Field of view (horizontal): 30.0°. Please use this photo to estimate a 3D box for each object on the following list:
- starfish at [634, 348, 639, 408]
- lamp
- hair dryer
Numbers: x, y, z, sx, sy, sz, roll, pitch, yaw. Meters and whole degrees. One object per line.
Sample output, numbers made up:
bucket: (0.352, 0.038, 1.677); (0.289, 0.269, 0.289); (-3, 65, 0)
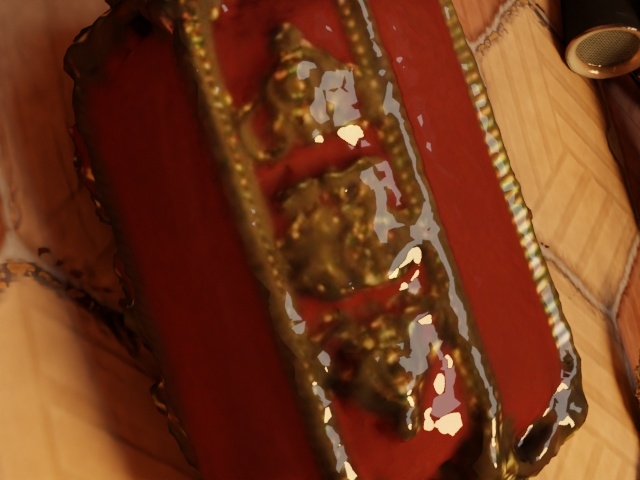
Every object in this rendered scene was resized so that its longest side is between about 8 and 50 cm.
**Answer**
starfish: (0.285, 0.159, 0.895); (0.216, 0.071, 0.238); (-47, 122, -58)
lamp: (0.000, 0.000, 0.499); (0.177, 0.177, 0.274); (-17, 86, -55)
hair dryer: (0.282, -0.171, 1.062); (0.255, 0.070, 0.128); (35, 47, -49)
